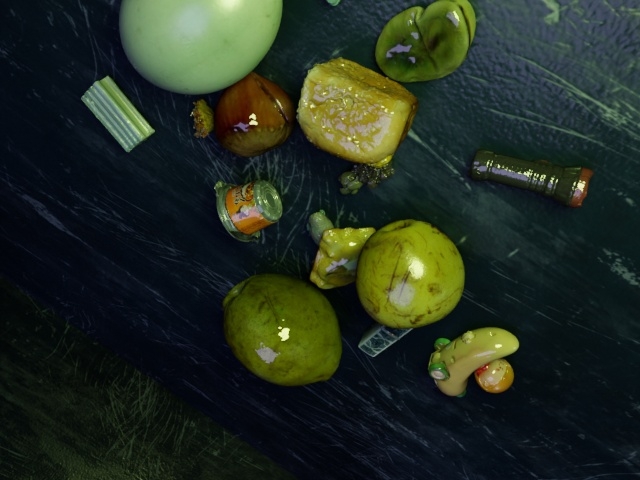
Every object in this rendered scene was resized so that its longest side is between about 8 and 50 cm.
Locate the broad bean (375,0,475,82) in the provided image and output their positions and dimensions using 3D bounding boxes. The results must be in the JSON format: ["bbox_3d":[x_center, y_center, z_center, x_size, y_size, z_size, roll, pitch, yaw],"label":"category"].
[{"bbox_3d":[0.204,-0.382,0.908,0.153,0.072,0.207,52,146,-14],"label":"broad bean"}]

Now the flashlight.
[{"bbox_3d":[0.432,-0.137,0.977,0.232,0.093,0.092,21,136,22],"label":"flashlight"}]

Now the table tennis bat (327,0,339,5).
[{"bbox_3d":[0.083,-0.540,0.857,0.153,0.040,0.244,42,132,-9],"label":"table tennis bat"}]

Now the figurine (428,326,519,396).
[{"bbox_3d":[0.461,0.369,1.379,0.222,0.124,0.324,37,133,-4],"label":"figurine"}]

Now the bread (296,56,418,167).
[{"bbox_3d":[0.066,-0.264,0.988,0.247,0.195,0.176,28,124,10],"label":"bread"}]

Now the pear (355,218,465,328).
[{"bbox_3d":[0.217,0.082,1.174,0.284,0.283,0.283,16,134,18],"label":"pear"}]

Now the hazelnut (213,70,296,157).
[{"bbox_3d":[-0.165,-0.307,1.114,0.208,0.208,0.208,16,134,18],"label":"hazelnut"}]

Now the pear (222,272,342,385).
[{"bbox_3d":[-0.115,0.276,1.484,0.413,0.352,0.352,36,137,-8],"label":"pear"}]

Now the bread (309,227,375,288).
[{"bbox_3d":[0.063,0.060,1.324,0.161,0.088,0.233,3,141,-14],"label":"bread"}]

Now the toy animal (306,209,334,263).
[{"bbox_3d":[0.009,0.004,1.372,0.079,0.070,0.252,51,162,34],"label":"toy animal"}]

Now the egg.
[{"bbox_3d":[-0.246,-0.448,0.954,0.389,0.276,0.276,-11,122,38],"label":"egg"}]

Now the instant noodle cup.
[{"bbox_3d":[-0.189,-0.096,1.326,0.126,0.177,0.208,-19,137,25],"label":"instant noodle cup"}]

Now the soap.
[{"bbox_3d":[-0.597,-0.371,1.385,0.115,0.063,0.198,-17,118,41],"label":"soap"}]

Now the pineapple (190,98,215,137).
[{"bbox_3d":[-0.316,-0.318,1.278,0.114,0.077,0.114,-34,71,56],"label":"pineapple"}]

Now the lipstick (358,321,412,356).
[{"bbox_3d":[0.217,0.276,1.472,0.078,0.076,0.289,33,139,-2],"label":"lipstick"}]

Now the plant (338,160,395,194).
[{"bbox_3d":[0.104,-0.160,1.151,0.174,0.087,0.085,-22,79,45],"label":"plant"}]
